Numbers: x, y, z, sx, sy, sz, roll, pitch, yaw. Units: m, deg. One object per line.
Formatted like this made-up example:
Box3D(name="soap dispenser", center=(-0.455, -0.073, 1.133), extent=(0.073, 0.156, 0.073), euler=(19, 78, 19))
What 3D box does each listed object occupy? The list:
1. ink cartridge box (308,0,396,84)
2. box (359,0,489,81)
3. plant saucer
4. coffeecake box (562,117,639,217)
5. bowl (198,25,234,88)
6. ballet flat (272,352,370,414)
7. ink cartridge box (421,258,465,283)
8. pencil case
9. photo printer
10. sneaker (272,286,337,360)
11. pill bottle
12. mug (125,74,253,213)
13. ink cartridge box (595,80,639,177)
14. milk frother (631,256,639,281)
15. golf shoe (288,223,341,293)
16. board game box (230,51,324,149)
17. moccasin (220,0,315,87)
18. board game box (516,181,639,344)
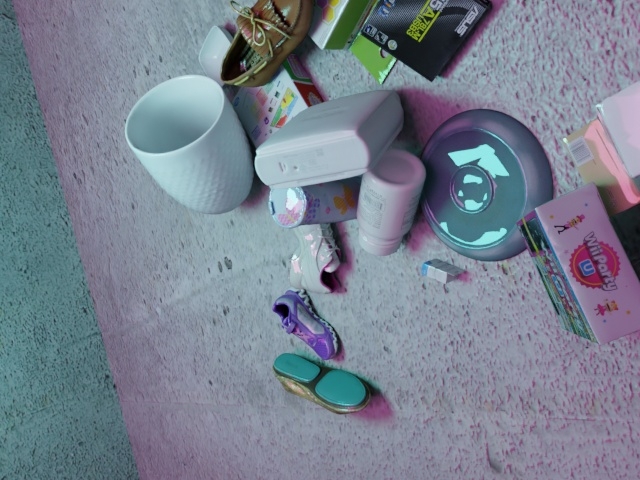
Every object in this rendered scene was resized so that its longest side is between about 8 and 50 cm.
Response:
Box3D(name="ink cartridge box", center=(0.073, -0.495, 1.432), extent=(0.255, 0.097, 0.189), euler=(54, 134, 22))
Box3D(name="box", center=(0.202, -0.440, 1.287), extent=(0.184, 0.045, 0.190), euler=(35, 131, -4))
Box3D(name="plant saucer", center=(0.317, -0.107, 1.333), extent=(0.317, 0.044, 0.317), euler=(17, 114, 43))
Box3D(name="coffeecake box", center=(0.486, -0.125, 1.043), extent=(0.068, 0.185, 0.142), euler=(-34, 76, 45))
Box3D(name="bowl", center=(-0.270, -0.511, 1.819), extent=(0.142, 0.053, 0.142), euler=(57, 136, 17))
Box3D(name="ballet flat", center=(0.010, 0.403, 1.768), extent=(0.348, 0.123, 0.123), euler=(14, 112, 43))
Box3D(name="ink cartridge box", center=(0.270, 0.070, 1.429), extent=(0.083, 0.048, 0.028), euler=(23, 118, 41))
Box3D(name="pencil case", center=(0.011, -0.093, 1.492), extent=(0.124, 0.273, 0.113), euler=(6, 101, 42))
Box3D(name="photo printer", center=(0.034, -0.226, 1.389), extent=(0.256, 0.307, 0.107), euler=(-7, 116, 28))
Box3D(name="sneaker", center=(-0.050, 0.235, 1.773), extent=(0.236, 0.104, 0.095), euler=(52, 132, 21))
Box3D(name="pill bottle", center=(0.146, -0.077, 1.428), extent=(0.131, 0.131, 0.229), euler=(44, 148, 28))
Box3D(name="mug", center=(-0.323, -0.269, 1.779), extent=(0.276, 0.328, 0.374), euler=(-10, 55, 12))
Box3D(name="ink cartridge box", center=(0.545, -0.191, 0.894), extent=(0.201, 0.278, 0.117), euler=(-29, 80, 47))
Box3D(name="milk frother", center=(0.599, 0.045, 1.019), extent=(0.135, 0.129, 0.143), euler=(-51, 59, 38))
Box3D(name="golf shoe", center=(0.000, 0.000, 1.662), extent=(0.140, 0.115, 0.306), euler=(20, 123, 30))
Box3D(name="board game box", center=(-0.091, -0.309, 1.682), extent=(0.242, 0.064, 0.316), euler=(-43, 71, 44))
Box3D(name="moccasin", center=(-0.133, -0.480, 1.481), extent=(0.380, 0.147, 0.139), euler=(-30, 82, 55))
Box3D(name="board game box", center=(0.424, 0.039, 1.079), extent=(0.097, 0.303, 0.224), euler=(-24, 83, 8))
